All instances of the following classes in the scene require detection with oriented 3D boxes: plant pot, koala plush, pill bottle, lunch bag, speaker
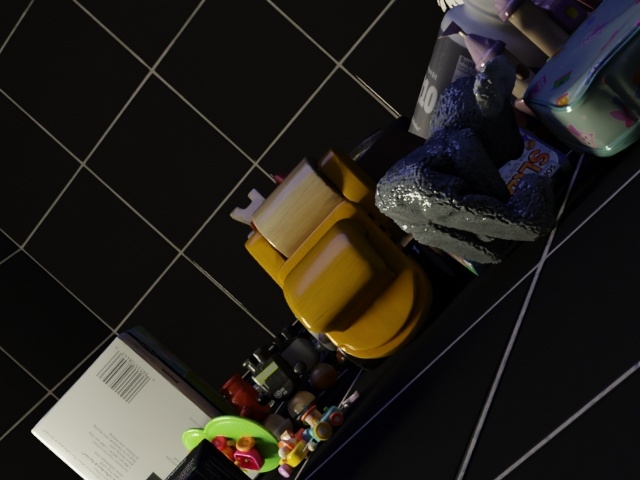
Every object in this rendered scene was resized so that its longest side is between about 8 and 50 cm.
[{"bbox_3d":[0.158,-0.068,1.844,0.215,0.230,0.215,-48,2,2],"label":"plant pot"},{"bbox_3d":[0.183,-0.113,1.460,0.196,0.203,0.221,140,145,-69],"label":"koala plush"},{"bbox_3d":[0.282,-0.274,1.969,0.204,0.204,0.361,-50,-21,-61],"label":"pill bottle"},{"bbox_3d":[0.382,-0.233,1.402,0.279,0.108,0.224,-46,12,2],"label":"lunch bag"},{"bbox_3d":[-0.136,0.362,2.729,0.055,0.055,0.136,-48,1,-6],"label":"speaker"}]

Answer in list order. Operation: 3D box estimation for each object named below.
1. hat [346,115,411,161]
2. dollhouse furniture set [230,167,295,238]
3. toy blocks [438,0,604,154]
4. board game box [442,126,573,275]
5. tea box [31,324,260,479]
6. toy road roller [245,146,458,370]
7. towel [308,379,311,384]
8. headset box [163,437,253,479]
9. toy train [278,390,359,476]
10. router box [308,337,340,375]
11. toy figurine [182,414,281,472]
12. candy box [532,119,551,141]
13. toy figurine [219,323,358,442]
[{"bbox_3d":[0.125,-0.152,2.317,0.331,0.134,0.331,-47,7,7],"label":"hat"},{"bbox_3d":[0.000,0.000,2.459,0.201,0.152,0.374,-50,-39,-11],"label":"dollhouse furniture set"},{"bbox_3d":[0.353,-0.299,1.658,0.288,0.260,0.309,-48,1,-22],"label":"toy blocks"},{"bbox_3d":[0.232,-0.065,1.614,0.201,0.136,0.035,-49,-35,-6],"label":"board game box"},{"bbox_3d":[-0.279,0.337,2.024,0.220,0.329,0.323,-48,2,-3],"label":"tea box"},{"bbox_3d":[0.022,0.022,1.683,0.202,0.329,0.240,-47,-21,12],"label":"toy road roller"},{"bbox_3d":[0.038,0.208,2.264,0.144,0.029,0.197,-48,4,8],"label":"towel"},{"bbox_3d":[-0.181,0.392,1.426,0.246,0.131,0.283,-48,2,-3],"label":"headset box"},{"bbox_3d":[-0.019,0.270,1.669,0.166,0.046,0.125,-48,1,31],"label":"toy train"},{"bbox_3d":[0.016,0.200,2.154,0.122,0.038,0.092,-50,23,-1],"label":"router box"},{"bbox_3d":[-0.162,0.365,1.764,0.173,0.130,0.159,-2,39,25],"label":"toy figurine"},{"bbox_3d":[0.373,-0.235,2.261,0.268,0.122,0.317,-45,1,39],"label":"candy box"},{"bbox_3d":[-0.037,0.220,1.903,0.209,0.148,0.213,-42,-5,-35],"label":"toy figurine"}]
